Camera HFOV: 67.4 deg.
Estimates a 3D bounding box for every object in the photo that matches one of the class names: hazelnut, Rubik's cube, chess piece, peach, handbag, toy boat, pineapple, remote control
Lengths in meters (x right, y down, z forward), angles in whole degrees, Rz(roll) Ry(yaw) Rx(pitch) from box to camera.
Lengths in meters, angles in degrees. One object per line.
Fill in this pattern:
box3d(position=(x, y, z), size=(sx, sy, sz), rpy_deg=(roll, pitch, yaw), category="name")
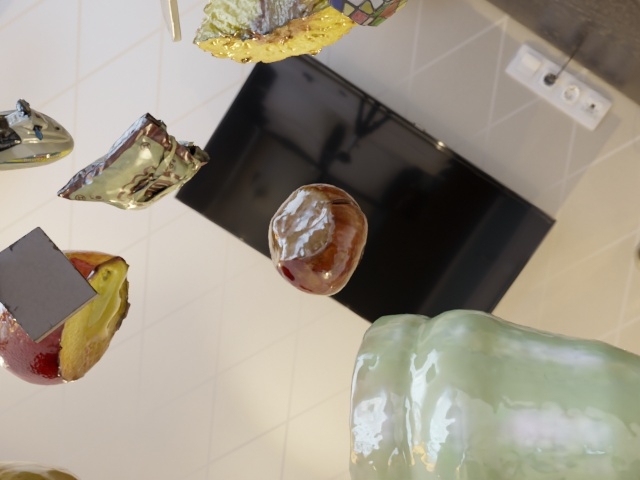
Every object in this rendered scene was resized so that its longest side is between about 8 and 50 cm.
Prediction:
box3d(position=(0.000, 0.000, 0.665), size=(0.143, 0.154, 0.143), rpy_deg=(5, 159, 2), category="hazelnut")
box3d(position=(0.053, -0.297, 0.535), size=(0.111, 0.093, 0.111), rpy_deg=(17, 149, 11), category="Rubik's cube")
box3d(position=(0.262, 0.154, 0.355), size=(0.442, 0.234, 0.234), rpy_deg=(-10, 164, 29), category="chess piece")
box3d(position=(-0.564, 0.162, 1.089), size=(0.281, 0.338, 0.281), rpy_deg=(53, -168, -17), category="peach")
box3d(position=(-0.367, -0.141, 0.969), size=(0.127, 0.235, 0.213), rpy_deg=(58, -168, 18), category="handbag")
box3d(position=(-0.621, -0.207, 0.922), size=(0.269, 0.141, 0.141), rpy_deg=(-21, -136, -34), category="toy boat")
box3d(position=(-0.055, -0.345, 0.679), size=(0.140, 0.249, 0.164), rpy_deg=(9, -117, -76), category="pineapple")
box3d(position=(-0.327, -0.519, 1.029), size=(0.077, 0.022, 0.245), rpy_deg=(66, 165, 8), category="remote control")

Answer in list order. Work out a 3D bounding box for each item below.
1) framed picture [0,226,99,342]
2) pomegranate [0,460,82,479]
box3d(position=(-0.504, 0.076, 0.857), size=(0.168, 0.128, 0.023), rpy_deg=(47, 161, 5), category="framed picture")
box3d(position=(-0.610, 0.585, 0.901), size=(0.410, 0.410, 0.410), rpy_deg=(32, -172, -5), category="pomegranate")
